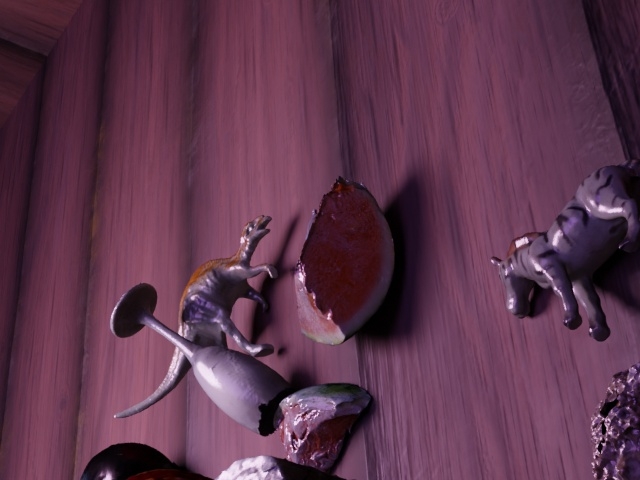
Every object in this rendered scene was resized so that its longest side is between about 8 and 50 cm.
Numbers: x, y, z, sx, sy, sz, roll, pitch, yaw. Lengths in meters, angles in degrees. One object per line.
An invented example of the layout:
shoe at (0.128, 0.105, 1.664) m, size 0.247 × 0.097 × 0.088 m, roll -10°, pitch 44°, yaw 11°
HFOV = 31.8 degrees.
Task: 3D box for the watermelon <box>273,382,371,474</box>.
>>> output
watermelon at (-0.011, 0.259, 1.537) m, size 0.187 × 0.071 × 0.139 m, roll -23°, pitch 58°, yaw 53°

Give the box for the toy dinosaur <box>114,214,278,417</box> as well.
toy dinosaur at (-0.174, 0.150, 1.798) m, size 0.393 × 0.092 × 0.205 m, roll -45°, pitch 66°, yaw 6°

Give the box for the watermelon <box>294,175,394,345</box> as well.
watermelon at (0.034, 0.046, 1.567) m, size 0.146 × 0.128 × 0.231 m, roll 105°, pitch -174°, yaw -65°

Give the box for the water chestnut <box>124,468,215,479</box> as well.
water chestnut at (-0.187, 0.465, 1.440) m, size 0.347 × 0.335 × 0.335 m, roll -176°, pitch 104°, yaw -78°

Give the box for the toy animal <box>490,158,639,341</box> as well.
toy animal at (0.267, 0.026, 1.171) m, size 0.255 × 0.090 × 0.170 m, roll -38°, pitch 39°, yaw 41°

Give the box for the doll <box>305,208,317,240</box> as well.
doll at (-0.001, 0.000, 1.698) m, size 0.057 × 0.039 × 0.114 m, roll 90°, pitch 165°, yaw -56°

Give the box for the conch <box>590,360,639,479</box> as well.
conch at (0.310, 0.171, 0.961) m, size 0.178 × 0.163 × 0.245 m, roll -41°, pitch -6°, yaw -11°

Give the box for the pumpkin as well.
pumpkin at (-0.320, 0.450, 1.858) m, size 0.233 × 0.163 × 0.233 m, roll -39°, pitch 42°, yaw 48°

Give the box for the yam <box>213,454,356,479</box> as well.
yam at (0.006, 0.371, 1.166) m, size 0.241 × 0.348 × 0.241 m, roll -32°, pitch 46°, yaw 40°

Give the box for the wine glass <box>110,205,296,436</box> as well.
wine glass at (-0.131, 0.108, 1.699) m, size 0.309 × 0.096 × 0.264 m, roll 30°, pitch 84°, yaw 28°
